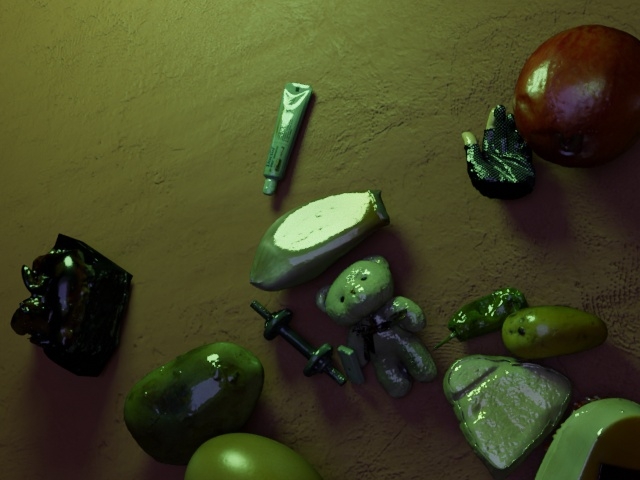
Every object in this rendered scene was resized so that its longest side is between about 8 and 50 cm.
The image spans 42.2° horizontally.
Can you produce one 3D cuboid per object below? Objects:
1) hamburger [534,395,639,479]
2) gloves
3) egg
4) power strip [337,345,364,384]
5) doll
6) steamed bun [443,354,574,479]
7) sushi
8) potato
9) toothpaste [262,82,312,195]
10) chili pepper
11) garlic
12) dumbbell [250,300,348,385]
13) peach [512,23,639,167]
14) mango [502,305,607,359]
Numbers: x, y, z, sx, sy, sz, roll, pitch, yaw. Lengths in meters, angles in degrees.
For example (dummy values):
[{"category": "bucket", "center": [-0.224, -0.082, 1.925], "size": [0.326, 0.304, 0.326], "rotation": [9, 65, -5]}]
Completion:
[{"category": "hamburger", "center": [0.505, 0.424, 1.475], "size": [0.227, 0.151, 0.295], "rotation": [27, 85, -6]}, {"category": "gloves", "center": [0.356, -0.177, 1.641], "size": [0.129, 0.106, 0.180], "rotation": [-12, 59, 32]}, {"category": "egg", "center": [-0.116, 0.506, 1.565], "size": [0.322, 0.250, 0.250], "rotation": [41, 93, 9]}, {"category": "power strip", "center": [0.061, 0.249, 1.653], "size": [0.016, 0.090, 0.040], "rotation": [-36, 31, -29]}, {"category": "doll", "center": [0.116, 0.172, 1.621], "size": [0.175, 0.149, 0.278], "rotation": [-33, 82, 0]}, {"category": "steamed bun", "center": [0.336, 0.303, 1.561], "size": [0.231, 0.110, 0.212], "rotation": [-43, 67, -12]}, {"category": "sushi", "center": [-0.534, 0.133, 1.754], "size": [0.215, 0.212, 0.227], "rotation": [31, 89, 17]}, {"category": "potato", "center": [-0.252, 0.325, 1.672], "size": [0.307, 0.173, 0.210], "rotation": [-36, 73, 10]}, {"category": "toothpaste", "center": [-0.078, -0.218, 1.782], "size": [0.067, 0.037, 0.255], "rotation": [12, 81, 21]}, {"category": "chili pepper", "center": [0.301, 0.153, 1.611], "size": [0.204, 0.073, 0.072], "rotation": [-25, 58, -2]}, {"category": "garlic", "center": [-0.005, -0.006, 1.691], "size": [0.318, 0.112, 0.143], "rotation": [-32, 53, 9]}, {"category": "dumbbell", "center": [-0.046, 0.207, 1.686], "size": [0.254, 0.081, 0.081], "rotation": [39, 92, 17]}, {"category": "peach", "center": [0.490, -0.258, 1.535], "size": [0.238, 0.281, 0.280], "rotation": [-13, 74, 55]}, {"category": "mango", "center": [0.437, 0.169, 1.545], "size": [0.195, 0.137, 0.098], "rotation": [-3, 75, -8]}]
